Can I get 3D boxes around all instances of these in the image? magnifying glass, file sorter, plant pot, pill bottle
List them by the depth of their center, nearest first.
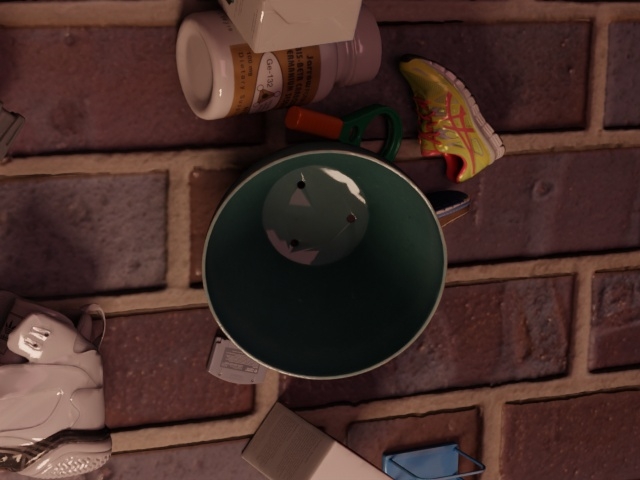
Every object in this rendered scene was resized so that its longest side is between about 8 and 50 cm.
[{"bbox_3d":[-0.048,-0.226,1.989,0.229,0.131,0.131,-12,107,-25],"label":"pill bottle"},{"bbox_3d":[0.000,0.000,2.011,0.290,0.195,0.290,-1,110,-3],"label":"plant pot"},{"bbox_3d":[0.032,-0.138,2.062,0.231,0.026,0.092,9,101,-56],"label":"magnifying glass"},{"bbox_3d":[0.160,0.382,2.257,0.118,0.104,0.170,-6,104,-27],"label":"file sorter"}]

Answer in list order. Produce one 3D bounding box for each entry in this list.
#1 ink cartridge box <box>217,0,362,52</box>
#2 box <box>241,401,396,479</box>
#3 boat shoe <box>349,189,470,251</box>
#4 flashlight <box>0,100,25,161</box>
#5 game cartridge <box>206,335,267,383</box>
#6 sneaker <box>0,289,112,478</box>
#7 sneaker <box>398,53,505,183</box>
[{"bbox_3d":[-0.060,-0.324,1.936,0.134,0.231,0.078,-11,135,-25],"label":"ink cartridge box"},{"bbox_3d":[0.000,0.298,2.116,0.130,0.170,0.091,37,84,-30],"label":"box"},{"bbox_3d":[0.119,-0.011,2.172,0.183,0.066,0.066,-21,116,-11],"label":"boat shoe"},{"bbox_3d":[-0.444,-0.030,1.846,0.103,0.103,0.304,37,85,-28],"label":"flashlight"},{"bbox_3d":[-0.106,0.157,2.117,0.083,0.017,0.056,15,91,-29],"label":"game cartridge"},{"bbox_3d":[-0.409,0.171,1.898,0.366,0.137,0.210,0,101,-33],"label":"sneaker"},{"bbox_3d":[0.159,-0.156,2.144,0.094,0.081,0.208,-45,118,-9],"label":"sneaker"}]
